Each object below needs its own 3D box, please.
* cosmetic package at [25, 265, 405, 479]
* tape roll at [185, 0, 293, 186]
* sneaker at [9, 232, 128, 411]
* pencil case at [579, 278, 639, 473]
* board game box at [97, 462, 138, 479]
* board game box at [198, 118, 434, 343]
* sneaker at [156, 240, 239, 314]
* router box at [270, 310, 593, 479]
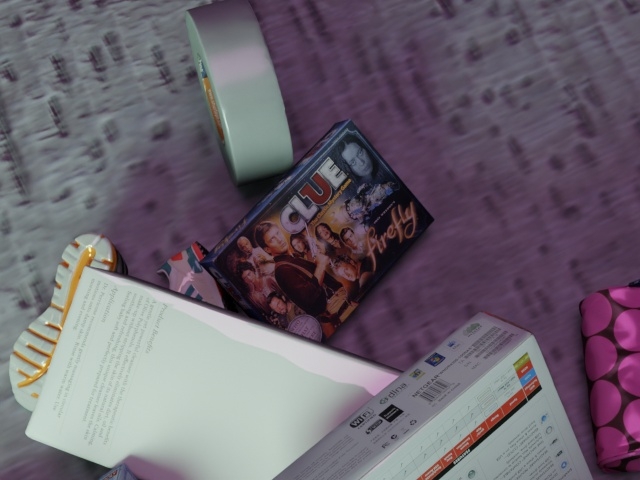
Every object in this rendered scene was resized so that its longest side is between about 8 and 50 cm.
[{"bbox_3d":[-0.094,0.175,1.274,0.366,0.155,0.196,20,87,10],"label":"cosmetic package"},{"bbox_3d":[-0.097,-0.177,1.449,0.072,0.219,0.219,-16,63,-7],"label":"tape roll"},{"bbox_3d":[-0.280,0.100,1.392,0.084,0.083,0.214,25,84,20],"label":"sneaker"},{"bbox_3d":[0.345,0.153,1.343,0.098,0.095,0.209,2,65,-3],"label":"pencil case"},{"bbox_3d":[-0.172,0.322,1.167,0.060,0.194,0.194,-35,37,19],"label":"board game box"},{"bbox_3d":[0.000,0.000,1.407,0.165,0.042,0.243,48,69,-15],"label":"board game box"},{"bbox_3d":[-0.141,0.083,1.416,0.075,0.057,0.161,-27,66,6],"label":"sneaker"},{"bbox_3d":[0.108,0.286,1.160,0.335,0.301,0.082,-36,29,-20],"label":"router box"}]
